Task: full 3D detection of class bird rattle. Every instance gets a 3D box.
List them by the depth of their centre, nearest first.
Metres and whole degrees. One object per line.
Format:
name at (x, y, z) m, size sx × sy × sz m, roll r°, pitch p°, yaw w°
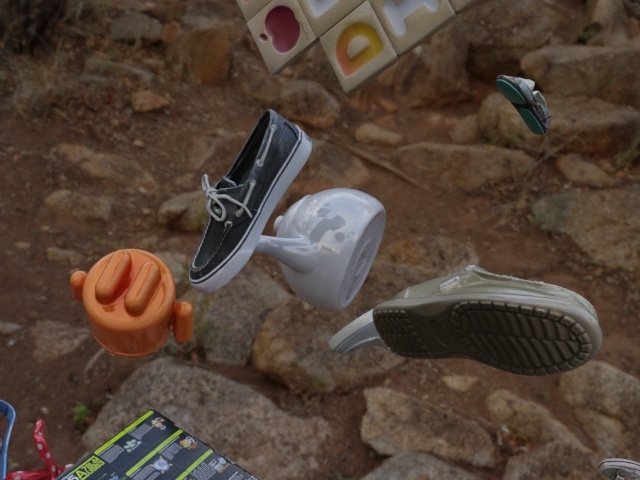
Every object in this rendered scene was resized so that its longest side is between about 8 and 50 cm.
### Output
bird rattle at (-0.297, 0.352, 0.980) m, size 0.207 × 0.253 × 0.143 m, roll -6°, pitch 24°, yaw 38°

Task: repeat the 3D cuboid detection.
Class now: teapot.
teapot at (0.000, 0.000, 1.392) m, size 0.187 × 0.252 × 0.256 m, roll 23°, pitch -26°, yaw 16°

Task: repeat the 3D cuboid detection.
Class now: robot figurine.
robot figurine at (-0.270, 0.095, 1.054) m, size 0.158 × 0.219 × 0.128 m, roll -13°, pitch 68°, yaw -17°

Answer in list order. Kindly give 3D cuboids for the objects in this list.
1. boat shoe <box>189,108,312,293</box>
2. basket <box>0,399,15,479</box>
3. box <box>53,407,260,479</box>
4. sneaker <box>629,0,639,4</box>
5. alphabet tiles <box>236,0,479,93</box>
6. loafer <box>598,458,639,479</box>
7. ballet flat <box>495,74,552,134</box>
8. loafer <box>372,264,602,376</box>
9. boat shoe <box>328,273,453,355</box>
boat shoe at (-0.133, -0.064, 1.155) m, size 0.105 × 0.306 × 0.113 m, roll 34°, pitch 1°, yaw -36°
basket at (-0.662, 0.315, 1.225) m, size 0.289 × 0.201 × 0.255 m, roll 32°, pitch 9°, yaw -28°
box at (-0.196, 0.305, 0.880) m, size 0.184 × 0.045 × 0.191 m, roll 26°, pitch 26°, yaw 17°
sneaker at (0.324, -0.276, 0.582) m, size 0.083 × 0.215 × 0.084 m, roll 39°, pitch 46°, yaw 13°
alphabet tiles at (0.045, -0.299, 0.588) m, size 0.011 × 0.343 × 0.285 m, roll -11°, pitch 72°, yaw -56°
loafer at (0.506, 0.382, 1.166) m, size 0.125 × 0.045 × 0.039 m, roll 17°, pitch 41°, yaw -7°
ballet flat at (0.268, -0.186, 0.956) m, size 0.114 × 0.041 × 0.041 m, roll 41°, pitch 1°, yaw -34°
loafer at (0.169, 0.072, 0.764) m, size 0.269 × 0.102 × 0.092 m, roll -2°, pitch 34°, yaw 48°
boat shoe at (0.121, 0.132, 1.116) m, size 0.081 × 0.228 × 0.079 m, roll 65°, pitch 12°, yaw 14°
